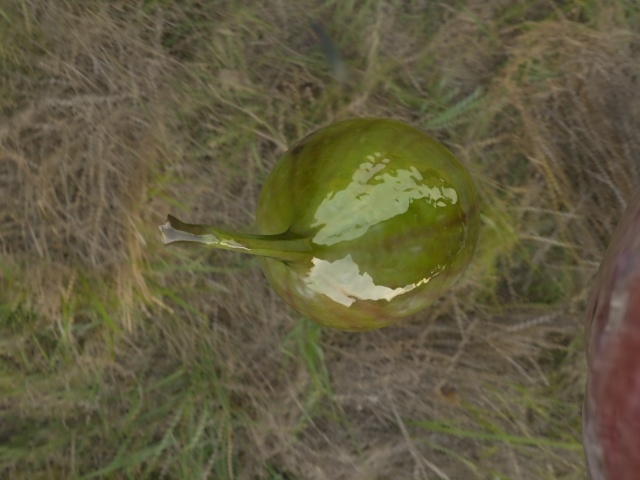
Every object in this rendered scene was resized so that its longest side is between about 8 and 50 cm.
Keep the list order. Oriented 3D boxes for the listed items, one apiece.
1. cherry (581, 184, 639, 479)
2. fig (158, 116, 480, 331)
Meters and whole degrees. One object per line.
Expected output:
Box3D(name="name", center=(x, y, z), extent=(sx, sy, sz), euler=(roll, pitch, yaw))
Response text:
Box3D(name="cherry", center=(0.202, 0.048, 0.441), extent=(0.213, 0.285, 0.236), euler=(-1, 81, -32))
Box3D(name="fig", center=(-0.006, 0.007, 0.488), extent=(0.166, 0.093, 0.093), euler=(-30, 118, -44))
